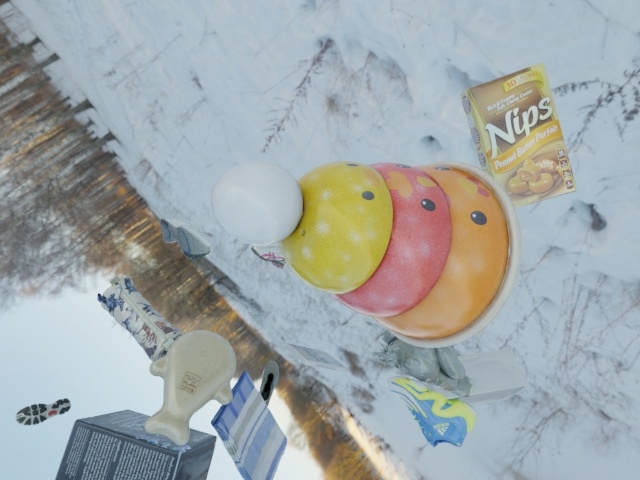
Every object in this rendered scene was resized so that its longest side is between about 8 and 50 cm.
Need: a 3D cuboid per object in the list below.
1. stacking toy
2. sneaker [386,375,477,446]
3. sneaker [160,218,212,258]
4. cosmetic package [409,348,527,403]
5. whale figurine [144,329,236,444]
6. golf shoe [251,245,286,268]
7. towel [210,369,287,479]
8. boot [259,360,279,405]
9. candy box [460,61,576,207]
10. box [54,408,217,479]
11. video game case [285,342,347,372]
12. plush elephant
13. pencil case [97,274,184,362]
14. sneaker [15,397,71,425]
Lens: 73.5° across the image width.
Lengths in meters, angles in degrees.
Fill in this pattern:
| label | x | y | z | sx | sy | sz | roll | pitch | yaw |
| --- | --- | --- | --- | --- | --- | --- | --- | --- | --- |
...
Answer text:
| label | x | y | z | sx | sy | sz | roll | pitch | yaw |
| --- | --- | --- | --- | --- | --- | --- | --- | --- | --- |
| stacking toy | 0.055 | -0.010 | 0.685 | 0.480 | 0.350 | 0.350 | 12 | -170 | -38 |
| sneaker | 0.260 | 0.434 | 1.077 | 0.240 | 0.126 | 0.091 | 12 | 151 | 35 |
| sneaker | -0.469 | -0.025 | 1.559 | 0.297 | 0.129 | 0.111 | 28 | 123 | 40 |
| cosmetic package | 0.551 | 0.532 | 1.622 | 0.197 | 0.365 | 0.155 | 97 | 165 | -52 |
| whale figurine | -0.324 | 0.361 | 1.064 | 0.216 | 0.272 | 0.141 | 24 | 140 | -7 |
| golf shoe | -0.203 | 0.047 | 1.744 | 0.186 | 0.086 | 0.067 | 29 | -172 | -45 |
| towel | -0.186 | 0.539 | 1.196 | 0.034 | 0.209 | 0.285 | -17 | 108 | 24 |
| boot | -0.237 | 0.662 | 2.025 | 0.083 | 0.246 | 0.161 | 16 | 138 | -4 |
| candy box | 0.485 | -0.246 | 1.059 | 0.087 | 0.183 | 0.316 | -62 | -46 | -79 |
| box | -0.611 | 0.747 | 1.462 | 0.395 | 0.212 | 0.293 | 11 | 167 | 12 |
| video game case | -0.015 | 0.352 | 1.288 | 0.143 | 0.019 | 0.157 | 19 | 177 | -26 |
| plush elephant | 0.293 | 0.244 | 1.187 | 0.272 | 0.255 | 0.330 | 23 | 174 | 43 |
| pencil case | -0.736 | 0.328 | 1.768 | 0.410 | 0.160 | 0.183 | 38 | 154 | 19 |
| sneaker | -0.959 | 0.600 | 1.480 | 0.170 | 0.071 | 0.068 | 8 | -124 | -54 |
